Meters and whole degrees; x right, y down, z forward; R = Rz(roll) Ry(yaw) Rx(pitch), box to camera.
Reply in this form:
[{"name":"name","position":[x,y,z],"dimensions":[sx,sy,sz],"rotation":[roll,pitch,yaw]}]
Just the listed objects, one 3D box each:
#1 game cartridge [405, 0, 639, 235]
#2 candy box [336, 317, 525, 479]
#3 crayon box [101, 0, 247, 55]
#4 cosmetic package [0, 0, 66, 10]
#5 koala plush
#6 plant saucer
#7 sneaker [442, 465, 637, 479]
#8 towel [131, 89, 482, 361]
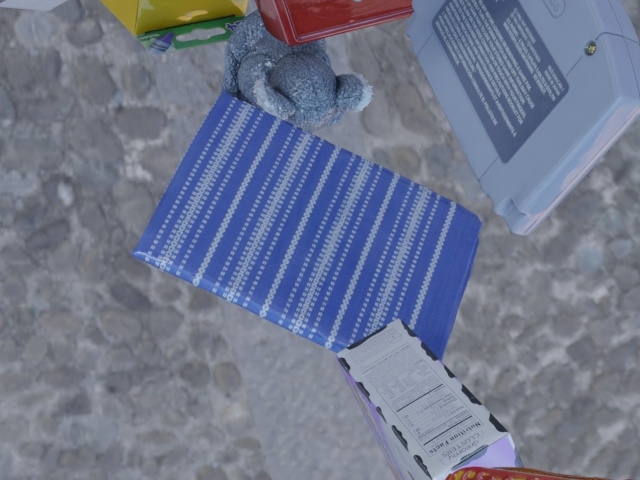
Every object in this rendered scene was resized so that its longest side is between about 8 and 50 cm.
[{"name":"game cartridge","position":[0.186,-0.177,1.046],"dimensions":[0.062,0.297,0.198],"rotation":[12,133,-36]},{"name":"candy box","position":[0.104,0.181,0.929],"dimensions":[0.070,0.196,0.164],"rotation":[-30,120,-8]},{"name":"crayon box","position":[-0.251,-0.422,1.769],"dimensions":[0.203,0.323,0.083],"rotation":[-19,141,-34]},{"name":"cosmetic package","position":[-0.216,-0.260,0.777],"dimensions":[0.151,0.151,0.184],"rotation":[-21,177,27]},{"name":"koala plush","position":[-0.040,-0.228,1.649],"dimensions":[0.196,0.221,0.203],"rotation":[-5,117,-17]},{"name":"plant saucer","position":[0.041,-0.329,1.439],"dimensions":[0.258,0.047,0.259],"rotation":[-13,167,3]},{"name":"sneaker","position":[0.127,0.117,0.431],"dimensions":[0.067,0.175,0.064],"rotation":[20,82,-52]},{"name":"towel","position":[0.000,0.000,1.194],"dimensions":[0.336,0.243,0.040],"rotation":[26,144,-5]}]
